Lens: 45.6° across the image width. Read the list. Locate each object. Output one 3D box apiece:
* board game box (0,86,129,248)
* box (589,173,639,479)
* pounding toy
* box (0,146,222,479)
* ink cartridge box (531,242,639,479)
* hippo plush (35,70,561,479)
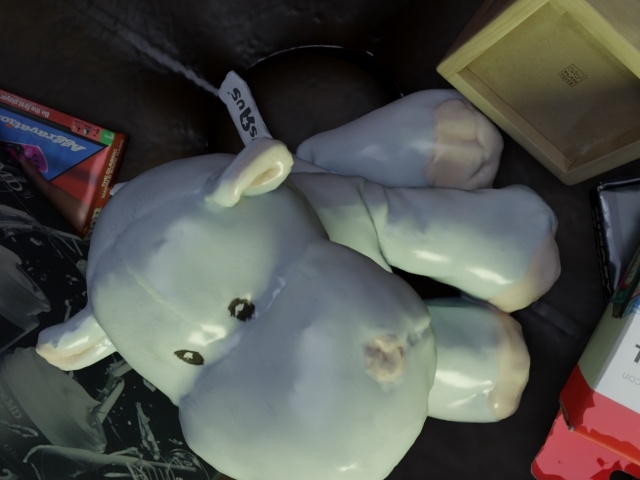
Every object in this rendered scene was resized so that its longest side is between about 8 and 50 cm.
[{"bbox_3d":[-0.294,-0.059,0.583,0.281,0.027,0.145,21,96,12],"label":"board game box"},{"bbox_3d":[0.263,0.062,0.442,0.175,0.051,0.220,-8,88,13],"label":"box"},{"bbox_3d":[0.140,-0.117,0.432,0.130,0.141,0.100,39,68,-9],"label":"pounding toy"},{"bbox_3d":[-0.257,0.088,0.408,0.179,0.312,0.343,-43,86,18],"label":"box"},{"bbox_3d":[0.215,0.060,0.386,0.134,0.078,0.231,26,97,12],"label":"ink cartridge box"},{"bbox_3d":[0.000,0.000,0.407,0.234,0.236,0.294,-42,82,10],"label":"hippo plush"}]
